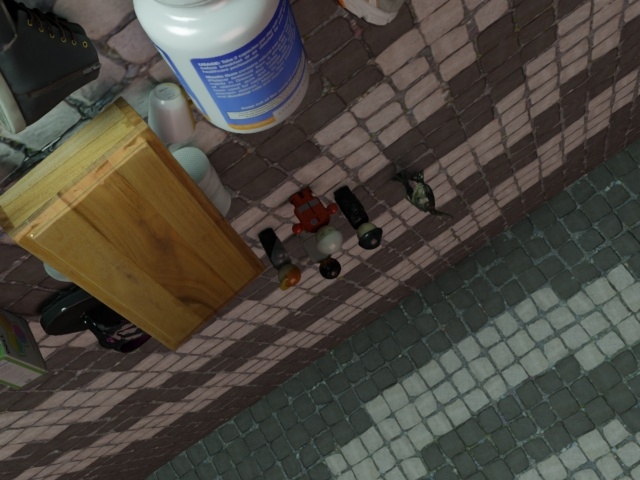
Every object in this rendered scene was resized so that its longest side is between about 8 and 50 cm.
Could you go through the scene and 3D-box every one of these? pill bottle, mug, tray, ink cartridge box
[{"bbox_3d":[-0.106,-0.238,0.765,0.152,0.152,0.272,-32,161,-2],"label":"pill bottle"},{"bbox_3d":[-0.197,-0.177,0.936,0.062,0.078,0.064,4,145,-2],"label":"mug"},{"bbox_3d":[-0.235,0.005,0.999,0.203,0.076,0.411,-42,150,-6],"label":"tray"},{"bbox_3d":[-0.528,0.164,1.150,0.062,0.109,0.209,-31,160,-6],"label":"ink cartridge box"}]

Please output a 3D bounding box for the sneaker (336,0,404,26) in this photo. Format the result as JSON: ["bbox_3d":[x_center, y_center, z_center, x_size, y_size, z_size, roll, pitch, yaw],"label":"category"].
[{"bbox_3d":[0.044,-0.339,0.841,0.121,0.099,0.263,-48,157,27],"label":"sneaker"}]

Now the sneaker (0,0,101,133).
[{"bbox_3d":[-0.291,-0.212,0.686,0.118,0.083,0.222,-41,162,-24],"label":"sneaker"}]

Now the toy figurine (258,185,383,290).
[{"bbox_3d":[0.000,0.000,1.500,0.213,0.148,0.209,-7,148,-52],"label":"toy figurine"}]

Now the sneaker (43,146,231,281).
[{"bbox_3d":[-0.271,-0.011,1.124,0.293,0.108,0.169,-33,157,-1],"label":"sneaker"}]

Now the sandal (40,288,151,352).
[{"bbox_3d":[-0.334,0.148,1.407,0.168,0.107,0.446,-41,158,23],"label":"sandal"}]

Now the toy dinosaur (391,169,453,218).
[{"bbox_3d":[0.233,-0.106,1.643,0.064,0.118,0.268,-38,160,16],"label":"toy dinosaur"}]
